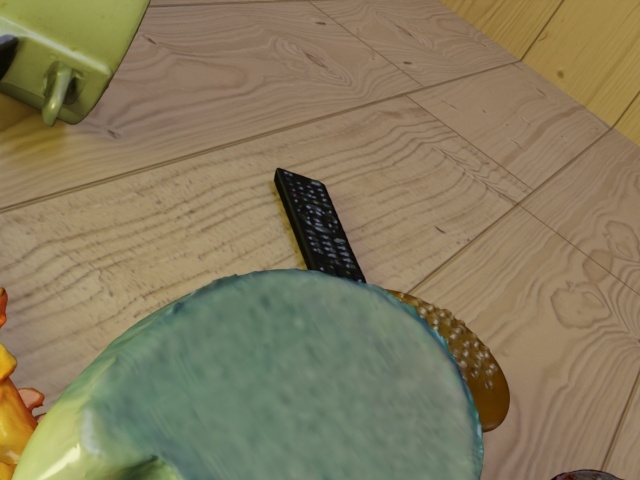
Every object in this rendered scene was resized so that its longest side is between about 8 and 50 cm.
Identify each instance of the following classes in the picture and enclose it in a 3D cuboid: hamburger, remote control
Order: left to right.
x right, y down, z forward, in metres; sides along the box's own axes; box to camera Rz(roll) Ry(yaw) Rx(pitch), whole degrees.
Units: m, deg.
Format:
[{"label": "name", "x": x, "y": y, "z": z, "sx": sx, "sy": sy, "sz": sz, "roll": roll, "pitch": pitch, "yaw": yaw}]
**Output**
[{"label": "remote control", "x": 0.000, "y": 0.000, "z": 1.209, "sx": 0.063, "sy": 0.025, "sz": 0.245, "roll": 23, "pitch": 24, "yaw": -25}, {"label": "hamburger", "x": 0.062, "y": 0.110, "z": 0.937, "sx": 0.162, "sy": 0.115, "sz": 0.162, "roll": 28, "pitch": 22, "yaw": -12}]

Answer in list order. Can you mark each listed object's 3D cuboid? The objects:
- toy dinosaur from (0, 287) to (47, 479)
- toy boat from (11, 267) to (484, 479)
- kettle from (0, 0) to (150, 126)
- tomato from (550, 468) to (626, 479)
[{"label": "toy dinosaur", "x": -0.152, "y": 0.139, "z": 0.626, "sx": 0.117, "sy": 0.070, "sz": 0.288, "roll": 40, "pitch": 25, "yaw": -42}, {"label": "toy boat", "x": -0.032, "y": 0.134, "z": 0.690, "sx": 0.215, "sy": 0.123, "sz": 0.330, "roll": 51, "pitch": 32, "yaw": 4}, {"label": "kettle", "x": -0.337, "y": -0.238, "z": 1.006, "sx": 0.376, "sy": 0.250, "sz": 0.361, "roll": 22, "pitch": 53, "yaw": -23}, {"label": "tomato", "x": 0.244, "y": 0.265, "z": 0.916, "sx": 0.225, "sy": 0.085, "sz": 0.225, "roll": 27, "pitch": 20, "yaw": -10}]
